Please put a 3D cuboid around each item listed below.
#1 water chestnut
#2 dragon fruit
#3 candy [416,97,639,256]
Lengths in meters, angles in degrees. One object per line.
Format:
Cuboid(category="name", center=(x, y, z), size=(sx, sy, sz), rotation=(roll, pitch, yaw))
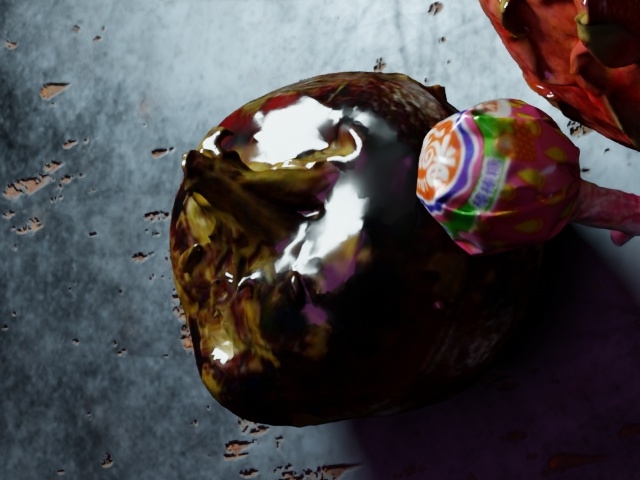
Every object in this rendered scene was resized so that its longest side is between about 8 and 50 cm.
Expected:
Cuboid(category="water chestnut", center=(0.000, 0.000, 1.655), size=(0.335, 0.347, 0.335), rotation=(-9, 75, 38))
Cuboid(category="dragon fruit", center=(0.209, -0.144, 1.543), size=(0.286, 0.329, 0.228), rotation=(2, 95, 31))
Cuboid(category="candy", center=(0.250, -0.023, 1.528), size=(0.124, 0.365, 0.124), rotation=(-168, 90, -74))
